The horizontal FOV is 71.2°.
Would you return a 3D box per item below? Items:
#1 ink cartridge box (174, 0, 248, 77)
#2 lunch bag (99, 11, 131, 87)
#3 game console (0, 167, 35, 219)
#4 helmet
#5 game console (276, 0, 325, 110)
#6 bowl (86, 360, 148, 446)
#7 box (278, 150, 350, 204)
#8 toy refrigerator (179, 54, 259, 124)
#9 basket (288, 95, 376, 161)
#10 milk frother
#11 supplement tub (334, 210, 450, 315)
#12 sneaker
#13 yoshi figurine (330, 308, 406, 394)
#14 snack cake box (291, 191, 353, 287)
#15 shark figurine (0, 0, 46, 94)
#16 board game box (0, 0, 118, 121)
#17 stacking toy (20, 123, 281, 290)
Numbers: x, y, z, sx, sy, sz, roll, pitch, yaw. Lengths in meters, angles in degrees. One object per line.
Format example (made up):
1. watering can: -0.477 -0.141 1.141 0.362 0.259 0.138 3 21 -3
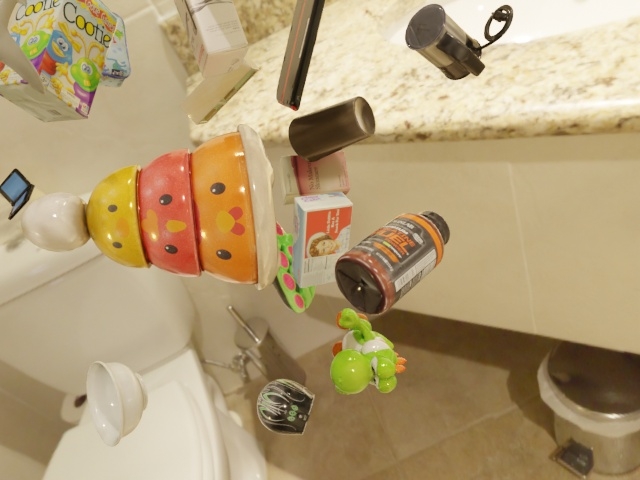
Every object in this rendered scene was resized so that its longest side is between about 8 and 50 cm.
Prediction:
1. ink cartridge box: -0.240 -0.478 0.944 0.092 0.218 0.158 -24 9 -16
2. lunch bag: -0.664 -0.571 1.317 0.090 0.176 0.219 -16 79 48
3. game console: -0.970 -0.145 1.410 0.122 0.071 0.107 -35 44 23
4. helmet: -0.110 0.496 1.342 0.161 0.169 0.169 18 51 3
5. game console: -0.051 -0.595 1.355 0.060 0.387 0.342 10 17 -17
6. bowl: -0.713 0.564 1.603 0.297 0.298 0.134 17 16 41
7. box: -0.026 -0.223 1.604 0.232 0.127 0.149 -7 81 -11
8. toy refrigerator: -0.336 -0.511 1.503 0.269 0.094 0.102 -39 10 16
9. basket: 0.046 -0.355 1.415 0.226 0.154 0.204 -12 6 37
10. milk frother: 0.253 -0.379 0.804 0.129 0.134 0.143 35 107 44
11. supplement tub: 0.120 0.024 0.697 0.106 0.106 0.198 17 39 42
12. sneaker: -0.191 0.057 1.620 0.185 0.483 0.202 -22 -19 -46
13. yoshi figurine: 0.090 0.316 1.249 0.203 0.203 0.362 -43 11 -3
14. snack cake box: 0.000 0.000 1.316 0.152 0.264 0.089 -8 33 -20
15. shark figurine: -0.385 -0.350 0.604 0.166 0.116 0.278 -44 50 40
16. board game box: -0.591 -0.427 1.005 0.144 0.142 0.275 1 73 20
17. stacking toy: -0.336 -0.041 0.911 0.479 0.351 0.351 -8 37 -12
